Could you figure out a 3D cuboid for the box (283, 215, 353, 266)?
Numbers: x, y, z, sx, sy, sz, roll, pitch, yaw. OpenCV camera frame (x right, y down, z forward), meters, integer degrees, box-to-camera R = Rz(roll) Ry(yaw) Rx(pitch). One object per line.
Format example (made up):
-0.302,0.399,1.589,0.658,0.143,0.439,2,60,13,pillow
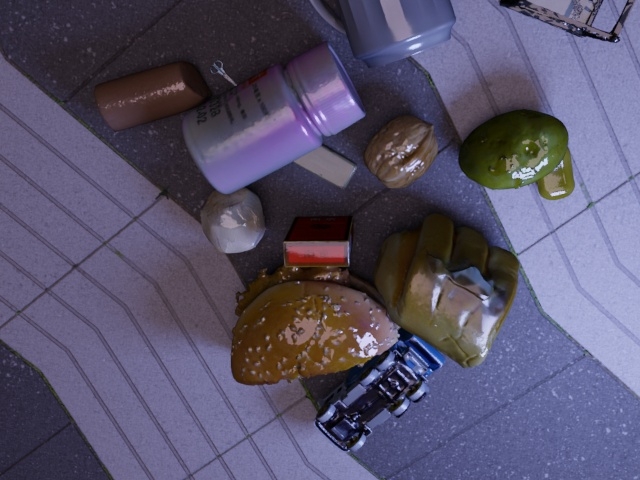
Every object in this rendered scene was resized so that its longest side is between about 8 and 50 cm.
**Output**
0.000,-0.001,1.861,0.153,0.240,0.074,-4,104,6,box

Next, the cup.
0.109,-0.556,1.700,0.322,0.237,0.327,-8,109,38,cup

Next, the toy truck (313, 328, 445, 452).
0.151,0.379,2.001,0.367,0.175,0.146,-42,98,15,toy truck

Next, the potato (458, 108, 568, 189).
0.447,-0.207,1.794,0.253,0.148,0.186,-8,73,29,potato

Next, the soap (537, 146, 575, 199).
0.561,-0.166,1.862,0.089,0.045,0.140,-11,107,11,soap

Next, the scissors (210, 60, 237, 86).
-0.230,-0.400,1.879,0.083,0.006,0.036,42,104,-8,scissors

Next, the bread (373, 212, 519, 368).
0.299,0.091,1.834,0.341,0.210,0.300,35,67,0,bread

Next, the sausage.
-0.400,-0.349,1.852,0.252,0.123,0.123,-15,105,8,sausage

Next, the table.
0.558,-0.610,1.604,0.222,0.272,0.335,21,108,-1,table

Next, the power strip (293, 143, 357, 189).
0.003,-0.196,1.911,0.169,0.028,0.076,30,108,-6,power strip

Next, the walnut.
0.195,-0.211,1.827,0.155,0.155,0.184,43,103,-8,walnut

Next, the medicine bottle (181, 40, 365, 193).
-0.108,-0.283,1.793,0.388,0.219,0.219,-27,103,13,medicine bottle

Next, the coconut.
-0.212,-0.043,1.910,0.161,0.161,0.162,-7,127,7,coconut

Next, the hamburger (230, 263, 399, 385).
-0.043,0.183,1.919,0.445,0.268,0.287,-15,102,11,hamburger
